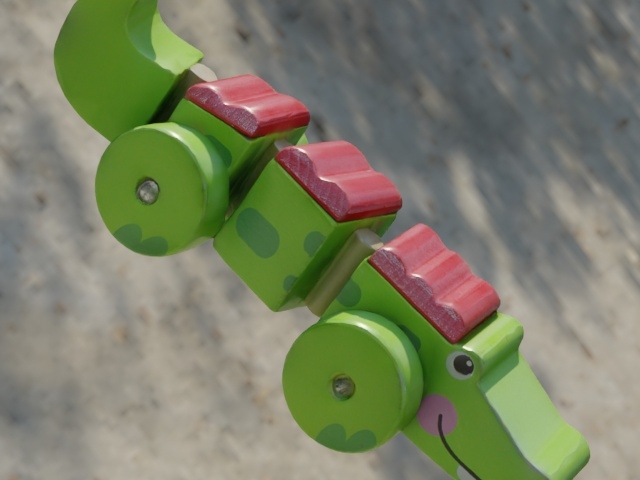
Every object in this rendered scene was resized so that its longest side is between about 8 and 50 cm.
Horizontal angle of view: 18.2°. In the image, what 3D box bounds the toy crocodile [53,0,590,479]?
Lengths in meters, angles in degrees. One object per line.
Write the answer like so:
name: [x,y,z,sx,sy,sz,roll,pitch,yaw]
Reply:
toy crocodile: [0.000,0.000,0.981,0.340,0.105,0.115,44,27,14]
